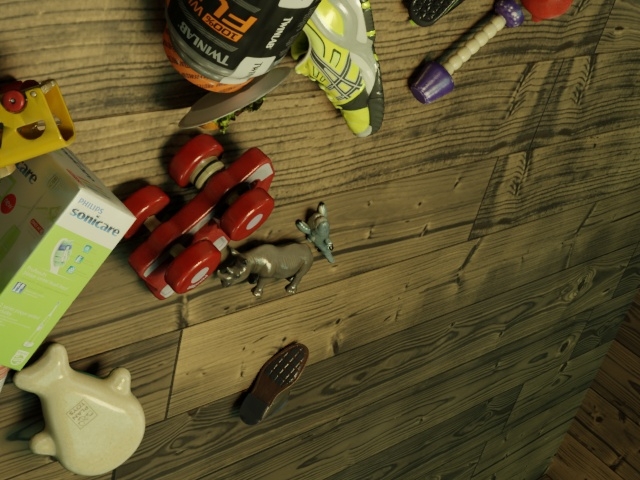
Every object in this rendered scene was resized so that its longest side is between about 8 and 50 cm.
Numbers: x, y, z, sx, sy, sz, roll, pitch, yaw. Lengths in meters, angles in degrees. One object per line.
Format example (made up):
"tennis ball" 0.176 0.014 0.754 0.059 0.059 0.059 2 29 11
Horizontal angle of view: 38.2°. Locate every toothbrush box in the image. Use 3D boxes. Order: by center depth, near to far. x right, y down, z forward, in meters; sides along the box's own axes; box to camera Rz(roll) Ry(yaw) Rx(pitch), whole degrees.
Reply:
"toothbrush box" -0.433 0.007 1.317 0.283 0.206 0.122 -51 144 3

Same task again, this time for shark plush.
"shark plush" 0.000 0.000 1.901 0.073 0.067 0.161 -30 141 -25

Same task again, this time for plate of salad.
"plate of salad" -0.131 -0.218 1.455 0.200 0.200 0.048 -35 111 -20

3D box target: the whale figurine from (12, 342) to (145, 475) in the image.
"whale figurine" -0.442 0.296 1.670 0.216 0.141 0.272 -41 120 -12

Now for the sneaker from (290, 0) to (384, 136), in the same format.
"sneaker" 0.025 -0.322 1.606 0.147 0.145 0.384 -14 143 3

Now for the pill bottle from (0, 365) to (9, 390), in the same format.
"pill bottle" -0.555 0.207 1.443 0.121 0.121 0.216 2 121 -48

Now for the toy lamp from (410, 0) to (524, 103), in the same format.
"toy lamp" 0.294 -0.378 1.862 0.275 0.080 0.080 -41 144 -10

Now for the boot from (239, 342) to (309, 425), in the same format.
"boot" -0.101 0.329 2.114 0.219 0.082 0.106 -50 167 -7

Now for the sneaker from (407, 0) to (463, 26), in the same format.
"sneaker" 0.252 -0.482 1.695 0.235 0.084 0.097 -35 -177 17

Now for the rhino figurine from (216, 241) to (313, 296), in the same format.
"rhino figurine" -0.111 0.051 1.825 0.243 0.073 0.106 -3 128 -45

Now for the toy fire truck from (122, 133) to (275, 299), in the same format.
"toy fire truck" -0.202 -0.030 1.603 0.302 0.169 0.254 -44 169 -7

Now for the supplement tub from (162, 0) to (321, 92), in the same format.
"supplement tub" -0.096 -0.361 1.284 0.194 0.193 0.316 -16 159 -38

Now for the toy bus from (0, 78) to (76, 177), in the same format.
"toy bus" -0.423 -0.137 1.204 0.191 0.202 0.104 -34 113 -39

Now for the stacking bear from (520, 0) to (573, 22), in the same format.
"stacking bear" 0.427 -0.541 1.798 0.175 0.164 0.289 -48 150 -2
